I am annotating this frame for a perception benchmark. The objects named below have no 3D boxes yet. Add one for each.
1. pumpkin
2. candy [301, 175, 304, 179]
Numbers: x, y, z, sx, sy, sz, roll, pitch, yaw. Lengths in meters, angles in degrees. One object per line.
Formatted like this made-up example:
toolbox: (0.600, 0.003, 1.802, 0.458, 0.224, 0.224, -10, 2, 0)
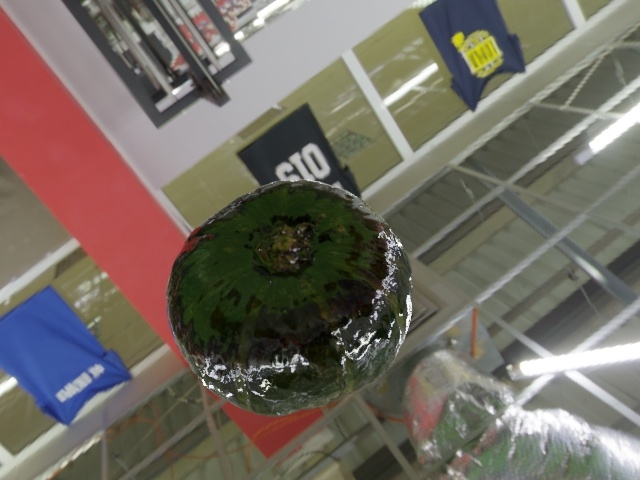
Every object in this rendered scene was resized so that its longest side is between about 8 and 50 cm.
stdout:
pumpkin: (-0.026, 0.049, 0.614, 0.224, 0.157, 0.223, -2, -136, 2)
candy: (0.000, 0.001, 0.794, 0.038, 0.136, 0.088, -16, -130, -10)
